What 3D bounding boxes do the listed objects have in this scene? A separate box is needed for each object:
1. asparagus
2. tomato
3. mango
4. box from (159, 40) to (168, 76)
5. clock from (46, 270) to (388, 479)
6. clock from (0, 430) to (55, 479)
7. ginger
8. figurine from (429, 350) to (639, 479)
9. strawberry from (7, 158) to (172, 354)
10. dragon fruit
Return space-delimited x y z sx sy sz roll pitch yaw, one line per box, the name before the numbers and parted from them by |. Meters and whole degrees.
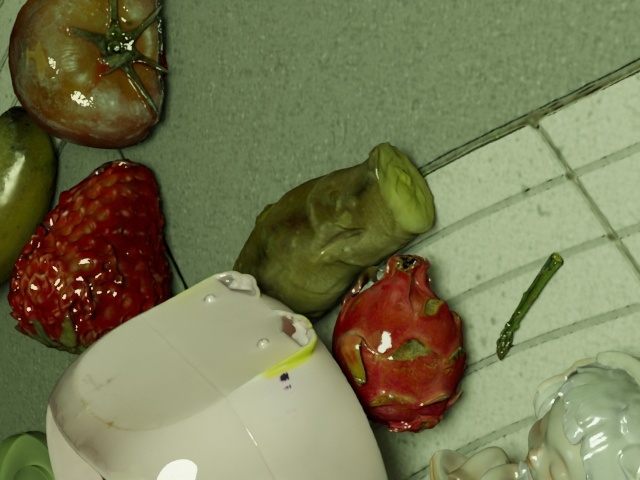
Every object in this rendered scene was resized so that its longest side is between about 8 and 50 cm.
asparagus | 0.182 0.059 1.030 0.114 0.014 0.015 -63 34 27
tomato | -0.290 -0.215 1.379 0.180 0.155 0.214 -12 84 49
mango | -0.468 -0.031 1.604 0.329 0.175 0.176 -38 95 18
box | -0.222 -0.215 1.431 0.082 0.023 0.052 -21 75 44
clock | -0.098 0.257 1.103 0.368 0.250 0.377 32 143 52
clock | -0.405 0.385 1.633 0.235 0.029 0.235 2 93 46
ginger | 0.000 0.000 1.150 0.263 0.109 0.116 -38 37 39
figurine | 0.197 0.176 0.927 0.237 0.141 0.162 -41 35 38
strawberry | -0.263 0.018 1.382 0.205 0.205 0.244 -2 70 46
dragon fruit | 0.068 0.096 1.066 0.136 0.133 0.166 13 102 52
